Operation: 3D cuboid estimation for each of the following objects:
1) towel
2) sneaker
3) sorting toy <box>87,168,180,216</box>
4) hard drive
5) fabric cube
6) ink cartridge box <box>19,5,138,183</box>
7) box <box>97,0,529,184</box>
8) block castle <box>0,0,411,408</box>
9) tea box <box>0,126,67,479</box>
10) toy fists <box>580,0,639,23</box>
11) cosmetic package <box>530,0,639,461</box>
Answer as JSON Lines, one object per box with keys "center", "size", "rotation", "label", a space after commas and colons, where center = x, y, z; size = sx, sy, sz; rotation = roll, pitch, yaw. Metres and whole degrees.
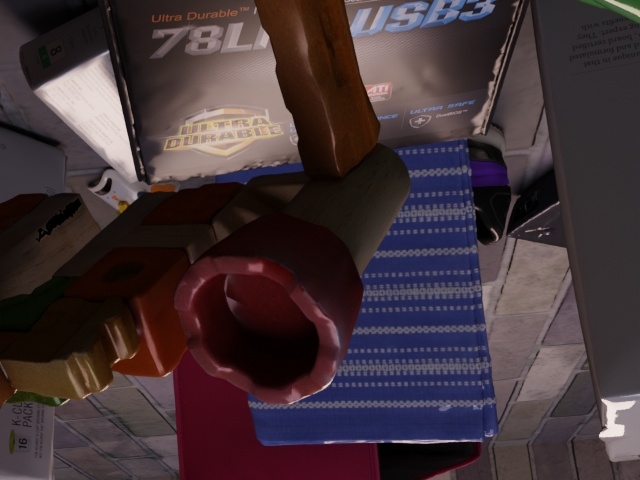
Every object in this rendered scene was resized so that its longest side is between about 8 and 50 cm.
{"center": [0.032, 0.035, 0.951], "size": [0.243, 0.336, 0.040], "rotation": [-4, -169, 15], "label": "towel"}
{"center": [0.048, -0.035, 0.989], "size": [0.293, 0.146, 0.102], "rotation": [-4, 158, -4], "label": "sneaker"}
{"center": [-0.203, -0.047, 1.064], "size": [0.075, 0.044, 0.083], "rotation": [30, 143, -23], "label": "sorting toy"}
{"center": [0.339, -0.059, 1.105], "size": [0.172, 0.054, 0.255], "rotation": [10, 153, -29], "label": "hard drive"}
{"center": [0.009, 0.148, 1.174], "size": [0.258, 0.254, 0.259], "rotation": [-10, 173, 32], "label": "fabric cube"}
{"center": [-0.106, -0.147, 0.848], "size": [0.225, 0.056, 0.181], "rotation": [-27, 154, 4], "label": "ink cartridge box"}
{"center": [-0.003, -0.162, 0.719], "size": [0.296, 0.073, 0.293], "rotation": [-8, 153, -8], "label": "box"}
{"center": [-0.202, -0.063, 0.543], "size": [0.453, 0.213, 0.303], "rotation": [-2, 120, 27], "label": "block castle"}
{"center": [-0.417, 0.054, 0.879], "size": [0.220, 0.329, 0.324], "rotation": [-24, 151, 39], "label": "tea box"}
{"center": [0.104, -0.206, 0.431], "size": [0.096, 0.279, 0.142], "rotation": [-12, 144, -9], "label": "toy fists"}
{"center": [0.245, -0.046, 0.721], "size": [0.155, 0.365, 0.197], "rotation": [-10, 157, 12], "label": "cosmetic package"}
